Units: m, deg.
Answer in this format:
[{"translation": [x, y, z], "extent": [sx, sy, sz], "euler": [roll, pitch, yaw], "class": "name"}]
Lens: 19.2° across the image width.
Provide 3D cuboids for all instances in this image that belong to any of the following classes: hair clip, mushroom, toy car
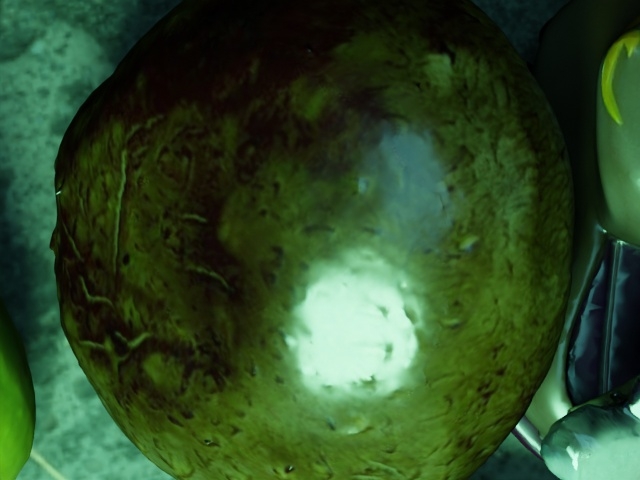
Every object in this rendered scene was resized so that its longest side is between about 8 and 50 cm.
[{"translation": [0.217, 0.067, 1.000], "extent": [0.146, 0.075, 0.257], "euler": [31, 116, -36], "class": "hair clip"}, {"translation": [-0.017, 0.007, 1.082], "extent": [0.239, 0.345, 0.345], "euler": [-18, 90, -24], "class": "mushroom"}, {"translation": [0.223, -0.005, 1.109], "extent": [0.271, 0.240, 0.340], "euler": [7, 92, -2], "class": "toy car"}]

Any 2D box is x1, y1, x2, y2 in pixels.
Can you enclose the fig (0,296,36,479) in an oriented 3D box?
[{"translation": [-0.309, 0.046, 1.098], "extent": [0.326, 0.258, 0.258], "euler": [34, 89, -20], "class": "fig"}]
